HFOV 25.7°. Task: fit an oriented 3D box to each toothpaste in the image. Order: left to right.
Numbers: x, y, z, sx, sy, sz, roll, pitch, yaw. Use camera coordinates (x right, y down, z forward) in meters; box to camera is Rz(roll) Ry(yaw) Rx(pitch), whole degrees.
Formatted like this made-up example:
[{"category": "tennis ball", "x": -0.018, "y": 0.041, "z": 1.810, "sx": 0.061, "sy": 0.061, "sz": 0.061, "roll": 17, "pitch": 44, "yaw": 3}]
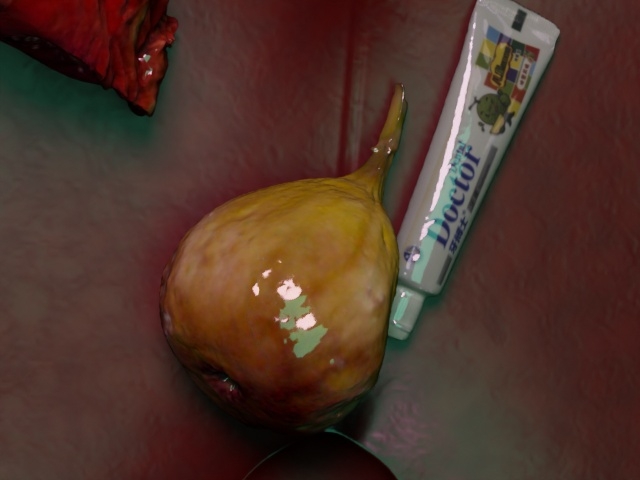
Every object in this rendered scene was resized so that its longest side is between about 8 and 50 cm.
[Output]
[{"category": "toothpaste", "x": 0.096, "y": -0.050, "z": 0.995, "sx": 0.067, "sy": 0.037, "sz": 0.255, "roll": 23, "pitch": 87, "yaw": -14}]

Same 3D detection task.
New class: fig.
[{"category": "fig", "x": 0.000, "y": 0.000, "z": 0.940, "sx": 0.159, "sy": 0.159, "sz": 0.257, "roll": 34, "pitch": 69, "yaw": -14}]

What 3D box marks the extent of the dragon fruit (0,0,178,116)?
[{"category": "dragon fruit", "x": -0.190, "y": -0.220, "z": 0.869, "sx": 0.302, "sy": 0.240, "sz": 0.330, "roll": -56, "pitch": 129, "yaw": -29}]
